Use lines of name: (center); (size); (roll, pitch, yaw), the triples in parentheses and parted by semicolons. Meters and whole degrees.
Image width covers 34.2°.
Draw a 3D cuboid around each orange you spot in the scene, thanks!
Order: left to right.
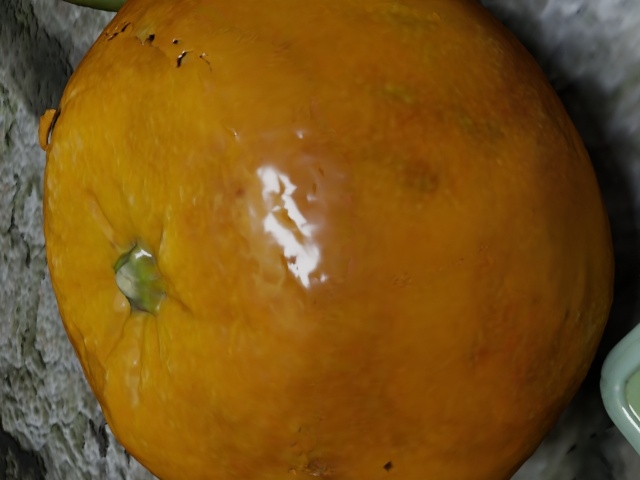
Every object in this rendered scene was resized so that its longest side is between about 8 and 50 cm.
orange: (0.000, 0.000, 0.493); (0.284, 0.226, 0.283); (23, 121, 45)

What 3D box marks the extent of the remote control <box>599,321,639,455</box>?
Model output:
remote control: (0.232, -0.001, 0.340); (0.128, 0.066, 0.335); (53, 134, 20)

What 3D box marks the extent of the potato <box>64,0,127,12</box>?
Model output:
potato: (-0.174, -0.301, 0.588); (0.213, 0.280, 0.330); (19, 115, 44)
